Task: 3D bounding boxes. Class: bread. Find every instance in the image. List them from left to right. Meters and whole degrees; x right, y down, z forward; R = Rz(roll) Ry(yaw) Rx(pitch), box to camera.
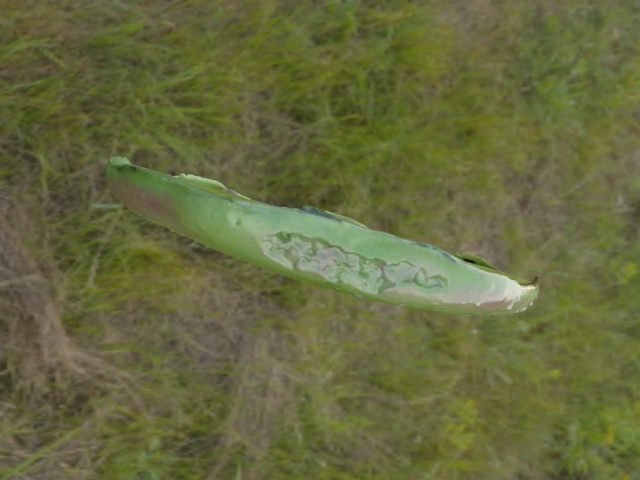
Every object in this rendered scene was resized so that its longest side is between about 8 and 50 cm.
[{"bbox_3d":[-0.003,-0.001,0.754,0.301,0.301,0.045,14,94,-50],"label":"bread"}]
